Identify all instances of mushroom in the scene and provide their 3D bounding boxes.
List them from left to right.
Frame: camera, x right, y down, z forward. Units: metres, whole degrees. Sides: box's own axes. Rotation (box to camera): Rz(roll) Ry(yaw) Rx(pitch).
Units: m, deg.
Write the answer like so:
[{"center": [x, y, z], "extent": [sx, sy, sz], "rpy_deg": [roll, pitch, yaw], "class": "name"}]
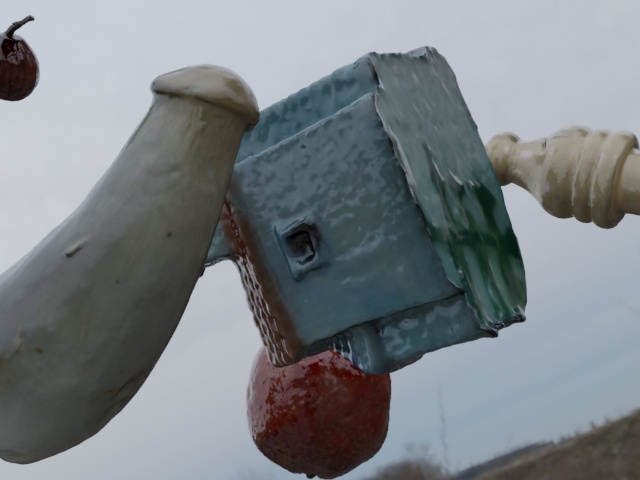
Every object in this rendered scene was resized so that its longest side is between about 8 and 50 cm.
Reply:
[{"center": [-0.120, 0.022, 0.655], "extent": [0.103, 0.118, 0.270], "rpy_deg": [26, -65, -38], "class": "mushroom"}]

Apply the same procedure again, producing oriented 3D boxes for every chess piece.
[{"center": [0.320, -0.065, 1.264], "extent": [0.307, 0.139, 0.124], "rpy_deg": [11, -2, 29], "class": "chess piece"}]

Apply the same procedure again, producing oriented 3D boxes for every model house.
[{"center": [0.000, 0.000, 1.147], "extent": [0.329, 0.295, 0.251], "rpy_deg": [-23, -3, 23], "class": "model house"}]

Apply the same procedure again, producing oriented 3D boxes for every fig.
[{"center": [-0.539, -0.303, 1.962], "extent": [0.128, 0.128, 0.150], "rpy_deg": [-11, -19, -31], "class": "fig"}]

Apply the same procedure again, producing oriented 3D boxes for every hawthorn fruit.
[{"center": [0.002, 0.186, 1.517], "extent": [0.205, 0.253, 0.205], "rpy_deg": [7, 7, -1], "class": "hawthorn fruit"}]
